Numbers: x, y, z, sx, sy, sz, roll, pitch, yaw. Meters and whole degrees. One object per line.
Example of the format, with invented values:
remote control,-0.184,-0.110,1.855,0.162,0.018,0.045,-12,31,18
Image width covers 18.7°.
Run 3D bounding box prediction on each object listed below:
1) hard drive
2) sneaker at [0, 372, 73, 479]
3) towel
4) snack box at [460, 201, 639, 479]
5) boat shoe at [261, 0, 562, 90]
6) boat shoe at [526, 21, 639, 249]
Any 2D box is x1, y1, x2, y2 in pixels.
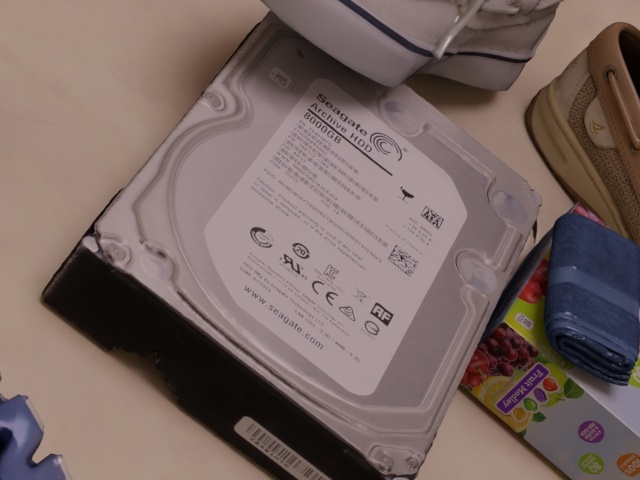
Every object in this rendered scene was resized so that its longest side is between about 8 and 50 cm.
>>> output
hard drive,0.000,0.000,1.220,0.237,0.064,0.339,38,36,-4
sneaker,-0.155,0.202,0.847,0.315,0.127,0.182,47,40,19
towel,0.173,0.037,1.245,0.067,0.029,0.119,29,40,-13
snack box,0.208,0.095,1.298,0.207,0.070,0.174,41,37,-1
boat shoe,0.089,-0.195,1.339,0.136,0.156,0.367,46,21,23
boat shoe,0.286,-0.010,1.436,0.122,0.110,0.341,-16,64,-48
